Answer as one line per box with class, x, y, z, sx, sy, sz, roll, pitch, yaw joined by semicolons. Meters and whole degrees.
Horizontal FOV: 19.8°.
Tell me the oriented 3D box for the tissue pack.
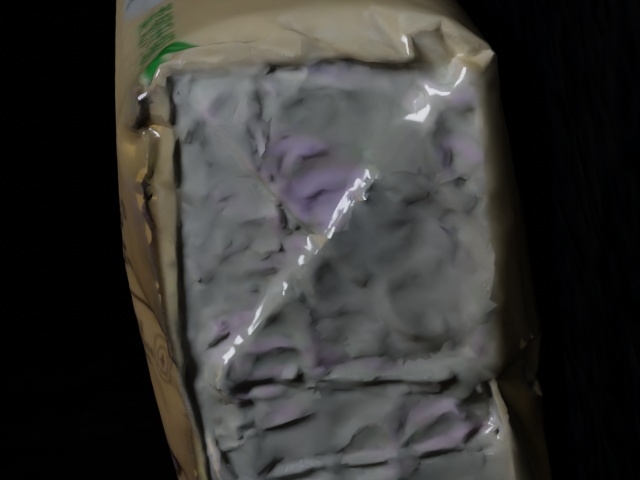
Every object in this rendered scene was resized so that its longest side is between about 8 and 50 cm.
tissue pack;0.000;0.000;0.491;0.222;0.090;0.186;-102;3;-69
